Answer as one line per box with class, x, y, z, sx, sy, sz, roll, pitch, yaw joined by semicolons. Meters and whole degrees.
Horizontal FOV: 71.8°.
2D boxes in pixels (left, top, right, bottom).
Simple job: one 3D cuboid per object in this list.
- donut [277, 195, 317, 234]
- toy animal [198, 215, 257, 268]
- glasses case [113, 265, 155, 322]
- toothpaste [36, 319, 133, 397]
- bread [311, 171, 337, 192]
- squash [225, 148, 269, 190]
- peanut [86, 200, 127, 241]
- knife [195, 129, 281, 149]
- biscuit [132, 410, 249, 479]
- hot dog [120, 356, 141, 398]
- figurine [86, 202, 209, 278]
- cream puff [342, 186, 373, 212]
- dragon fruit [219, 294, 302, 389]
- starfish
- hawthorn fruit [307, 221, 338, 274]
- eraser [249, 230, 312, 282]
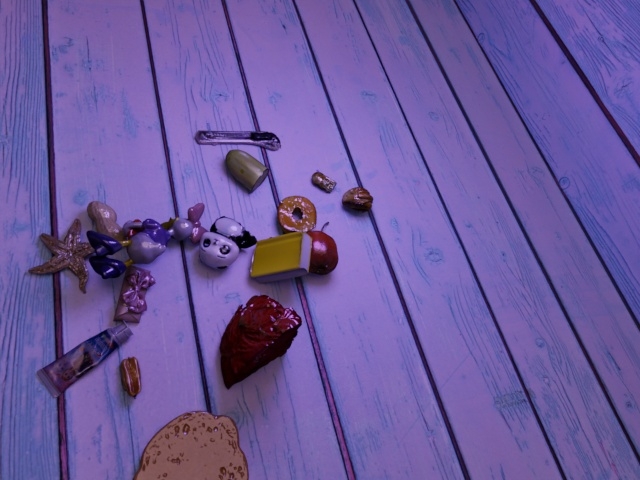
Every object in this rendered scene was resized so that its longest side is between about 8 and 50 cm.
donut;-0.095;-0.093;1.756;0.162;0.065;0.178;13;56;-7
toy animal;-0.339;0.017;1.571;0.166;0.138;0.179;23;51;13
glasses case;-0.596;0.170;1.436;0.102;0.070;0.193;10;60;-15
toothpaste;-0.694;0.343;1.324;0.266;0.061;0.096;-37;81;-25
bread;0.012;-0.252;1.890;0.110;0.060;0.066;32;42;-2
squash;-0.302;-0.295;1.766;0.187;0.123;0.123;41;57;4
peanut;-0.727;-0.057;1.508;0.082;0.082;0.187;-26;75;-29
knife;-0.341;-0.431;1.870;0.365;0.043;0.089;-1;63;-20
biscuit;-0.359;0.674;1.256;0.312;0.057;0.351;-16;68;-26
hot dog;-0.572;0.413;1.336;0.056;0.041;0.133;-9;59;-24
figurine;-0.552;-0.008;1.468;0.193;0.154;0.421;6;23;26
cream puff;0.158;-0.175;1.866;0.133;0.119;0.104;13;94;21
dragon fruit;-0.160;0.292;1.420;0.240;0.330;0.302;16;54;-37
starfish;-0.820;0.046;1.442;0.236;0.062;0.277;-11;71;-19
hawthorn fruit;0.000;0.000;1.704;0.165;0.165;0.285;19;48;-10
eraser;-0.142;0.059;1.585;0.069;0.226;0.158;41;44;-50
